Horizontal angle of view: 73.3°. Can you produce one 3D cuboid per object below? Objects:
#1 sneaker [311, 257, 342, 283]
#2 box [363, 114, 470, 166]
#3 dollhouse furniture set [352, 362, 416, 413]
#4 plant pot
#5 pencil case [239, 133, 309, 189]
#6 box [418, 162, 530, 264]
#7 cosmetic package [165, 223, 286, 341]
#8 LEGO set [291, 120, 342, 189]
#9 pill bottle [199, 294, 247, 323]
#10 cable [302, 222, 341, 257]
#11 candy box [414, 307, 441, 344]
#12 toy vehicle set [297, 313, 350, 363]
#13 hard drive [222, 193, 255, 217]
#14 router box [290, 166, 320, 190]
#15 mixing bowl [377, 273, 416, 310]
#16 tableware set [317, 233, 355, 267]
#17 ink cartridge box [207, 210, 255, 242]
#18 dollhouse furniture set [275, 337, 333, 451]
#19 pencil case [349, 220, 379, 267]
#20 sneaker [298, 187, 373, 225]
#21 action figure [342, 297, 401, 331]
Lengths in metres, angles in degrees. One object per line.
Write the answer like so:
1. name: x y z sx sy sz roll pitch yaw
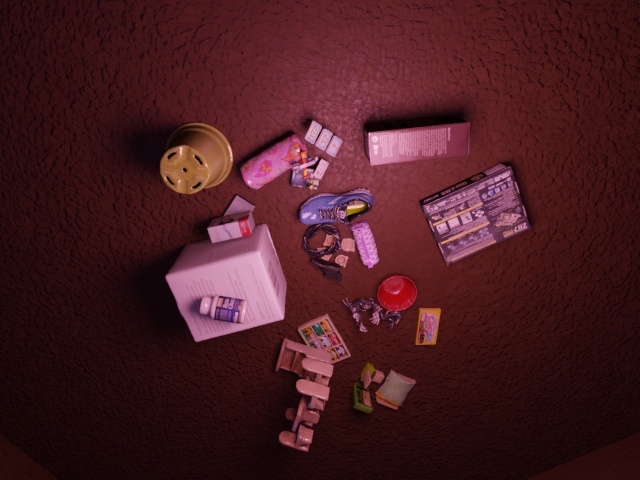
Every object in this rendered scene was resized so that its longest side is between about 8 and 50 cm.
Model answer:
1. sneaker: 0.030 0.139 1.985 0.170 0.051 0.089 16 126 -8
2. box: 0.369 -0.397 1.696 0.381 0.191 0.143 -7 114 2
3. dollhouse furniture set: 0.340 0.794 2.228 0.301 0.151 0.198 24 111 -12
4. plant pot: -0.499 -0.301 1.675 0.275 0.254 0.276 -1 114 -2
5. pencil case: -0.190 -0.318 1.755 0.284 0.124 0.124 -30 111 12
6. box: 0.673 -0.111 1.878 0.394 0.097 0.318 -26 110 9
7. cosmetic package: -0.381 0.171 1.844 0.393 0.327 0.330 -14 113 4
8. LEGO set: -0.014 -0.323 1.713 0.182 0.060 0.244 21 99 -47
9. pill bottle: -0.372 0.262 1.654 0.169 0.094 0.094 10 113 -6
10. cable: 0.000 0.000 1.914 0.184 0.047 0.151 -10 111 18
11. candy box: 0.534 0.430 2.145 0.105 0.027 0.206 -1 114 -5
12. toy vehicle set: 0.020 0.506 2.157 0.165 0.035 0.267 -26 112 9
13. hard drive: -0.359 -0.123 1.882 0.094 0.022 0.135 32 109 -15
14. router box: -0.061 -0.267 1.819 0.122 0.038 0.092 8 114 -5
15. mixing bowl: 0.350 0.226 2.012 0.181 0.098 0.182 -1 113 -2
16. tableware set: 0.072 0.044 1.968 0.168 0.020 0.141 15 112 -8
17. ink cartridge box: -0.377 -0.059 1.826 0.175 0.127 0.073 -12 112 3
18. dollhouse furniture set: -0.107 0.679 2.008 0.256 0.394 0.362 17 120 1
19. pencil case: 0.201 0.013 1.922 0.086 0.088 0.206 -19 113 8
20. sneaker: 0.065 -0.135 1.822 0.329 0.147 0.130 -15 113 6
21. action figure: 0.236 0.350 2.033 0.275 0.141 0.164 15 150 -13
